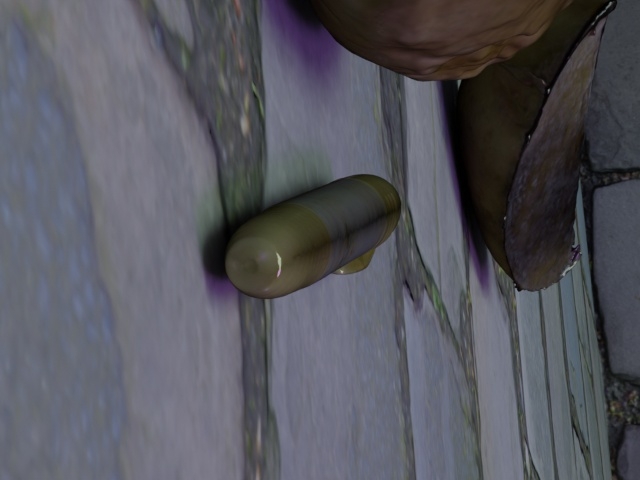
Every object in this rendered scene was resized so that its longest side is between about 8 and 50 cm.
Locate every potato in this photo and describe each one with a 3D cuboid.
[{"bbox_3d":[0.129,-0.068,1.237,0.120,0.100,0.261,-38,147,-32],"label":"potato"}]

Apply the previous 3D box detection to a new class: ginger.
[{"bbox_3d":[0.052,-0.142,0.718,0.267,0.138,0.152,-103,169,-78],"label":"ginger"}]

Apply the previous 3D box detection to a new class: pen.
[{"bbox_3d":[0.000,0.000,0.627,0.233,0.032,0.040,-28,134,-76],"label":"pen"}]
